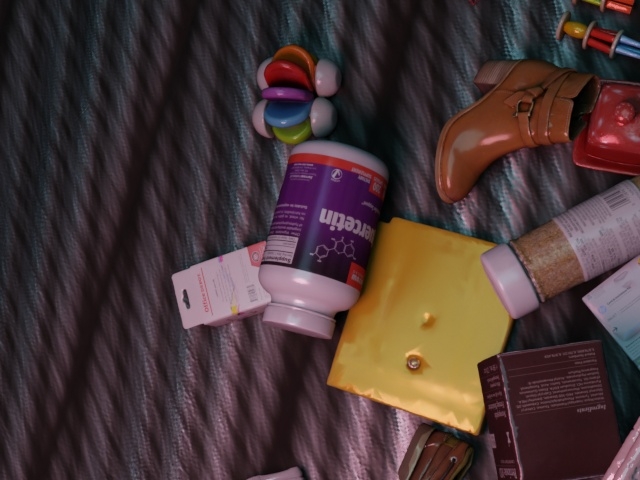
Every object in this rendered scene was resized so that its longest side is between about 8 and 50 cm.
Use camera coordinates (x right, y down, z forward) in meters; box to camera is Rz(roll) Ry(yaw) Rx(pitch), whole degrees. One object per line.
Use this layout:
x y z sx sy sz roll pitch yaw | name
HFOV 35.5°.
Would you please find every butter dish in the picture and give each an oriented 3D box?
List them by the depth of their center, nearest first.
0.502 -0.197 1.643 0.160 0.118 0.160 12 84 21 | butter dish

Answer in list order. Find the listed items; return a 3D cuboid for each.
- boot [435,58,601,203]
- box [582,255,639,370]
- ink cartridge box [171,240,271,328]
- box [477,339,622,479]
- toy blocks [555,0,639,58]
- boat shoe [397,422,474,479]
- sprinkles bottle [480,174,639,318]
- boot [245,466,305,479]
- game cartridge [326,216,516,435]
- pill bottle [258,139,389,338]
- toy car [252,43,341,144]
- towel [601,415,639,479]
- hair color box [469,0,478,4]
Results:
0.331 -0.175 1.679 0.220 0.109 0.283 18 74 43 | boot
0.540 0.124 1.619 0.145 0.038 0.186 -40 72 8 | box
-0.166 0.088 1.853 0.198 0.067 0.115 -18 76 14 | ink cartridge box
0.356 0.271 1.564 0.167 0.168 0.203 -7 78 -4 | box
0.496 -0.377 1.709 0.148 0.054 0.123 25 90 21 | toy blocks
0.160 0.462 1.654 0.104 0.111 0.307 20 88 22 | boat shoe
0.439 -0.005 1.606 0.355 0.121 0.121 -28 73 4 | sprinkles bottle
-0.133 0.490 1.771 0.258 0.095 0.123 -21 69 6 | boot
0.189 0.141 1.735 0.285 0.053 0.323 16 84 21 | game cartridge
0.000 0.000 1.736 0.181 0.181 0.323 10 79 20 | pill bottle
-0.054 -0.271 1.837 0.159 0.136 0.182 4 82 19 | toy car
0.569 0.398 1.470 0.332 0.053 0.317 30 92 -12 | towel
0.253 -0.520 1.819 0.093 0.053 0.167 -43 69 7 | hair color box
